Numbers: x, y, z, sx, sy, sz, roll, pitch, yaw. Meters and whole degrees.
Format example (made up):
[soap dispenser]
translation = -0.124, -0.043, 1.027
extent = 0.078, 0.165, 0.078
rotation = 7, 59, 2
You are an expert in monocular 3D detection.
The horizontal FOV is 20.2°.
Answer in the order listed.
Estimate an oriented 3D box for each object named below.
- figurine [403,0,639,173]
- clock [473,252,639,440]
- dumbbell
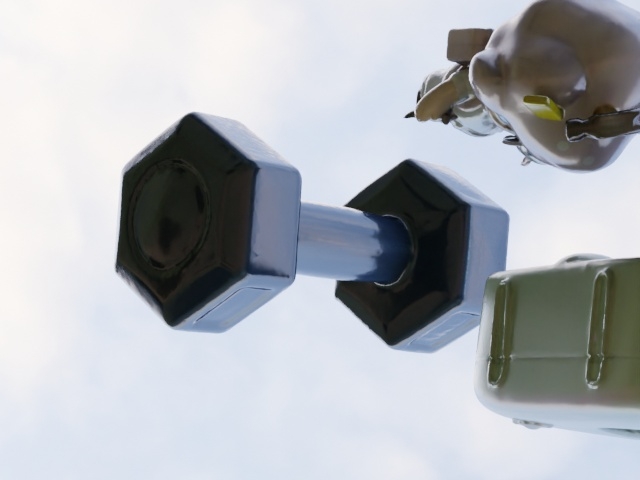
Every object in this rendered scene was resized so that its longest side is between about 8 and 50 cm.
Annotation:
[figurine]
translation = 0.140, -0.096, 1.101
extent = 0.229, 0.137, 0.112
rotation = 2, -101, 62
[clock]
translation = 0.281, 0.082, 1.151
extent = 0.265, 0.324, 0.108
rotation = 168, -71, -65
[dumbbell]
translation = 0.000, 0.000, 1.368
extent = 0.160, 0.325, 0.144
rotation = 39, -69, 40
